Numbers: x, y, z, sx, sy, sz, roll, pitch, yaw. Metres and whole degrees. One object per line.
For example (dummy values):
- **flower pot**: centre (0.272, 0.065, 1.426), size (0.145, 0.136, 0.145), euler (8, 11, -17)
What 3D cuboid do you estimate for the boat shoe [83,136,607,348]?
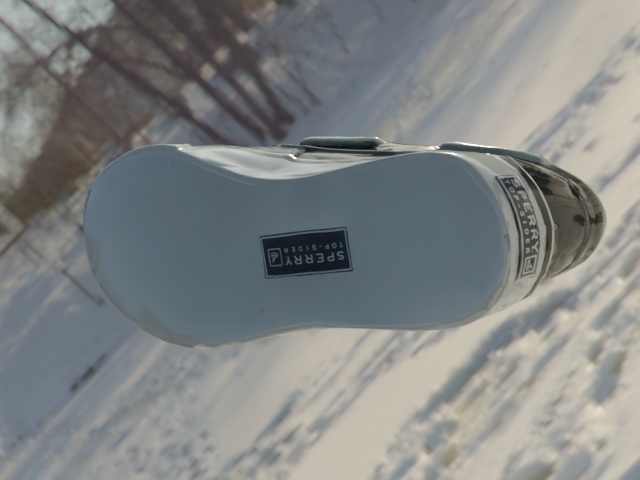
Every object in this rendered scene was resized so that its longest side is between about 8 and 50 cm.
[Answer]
- **boat shoe**: centre (0.000, 0.000, 0.520), size (0.219, 0.077, 0.070), euler (3, 9, 41)
